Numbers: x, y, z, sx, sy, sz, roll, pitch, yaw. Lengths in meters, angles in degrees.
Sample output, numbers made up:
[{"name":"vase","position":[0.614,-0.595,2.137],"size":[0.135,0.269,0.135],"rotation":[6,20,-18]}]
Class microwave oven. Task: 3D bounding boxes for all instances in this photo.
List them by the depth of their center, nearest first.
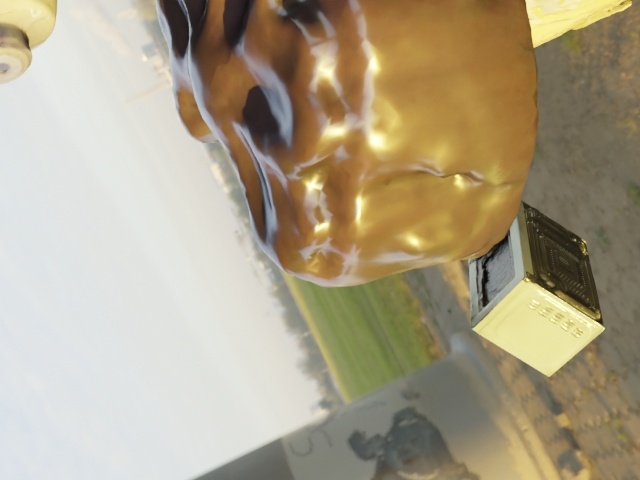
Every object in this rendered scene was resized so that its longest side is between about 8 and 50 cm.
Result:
[{"name":"microwave oven","position":[0.305,0.060,1.254],"size":[0.162,0.122,0.208],"rotation":[30,-147,-12]}]

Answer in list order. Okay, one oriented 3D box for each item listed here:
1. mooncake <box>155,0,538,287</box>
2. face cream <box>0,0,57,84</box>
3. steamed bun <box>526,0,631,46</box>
[{"name":"mooncake","position":[-0.001,-0.163,0.720],"size":[0.381,0.212,0.350],"rotation":[46,142,49]},{"name":"face cream","position":[-0.428,-0.375,1.025],"size":[0.137,0.235,0.420],"rotation":[110,139,-73]},{"name":"steamed bun","position":[0.247,-0.334,0.914],"size":[0.372,0.325,0.230],"rotation":[-20,99,60]}]
